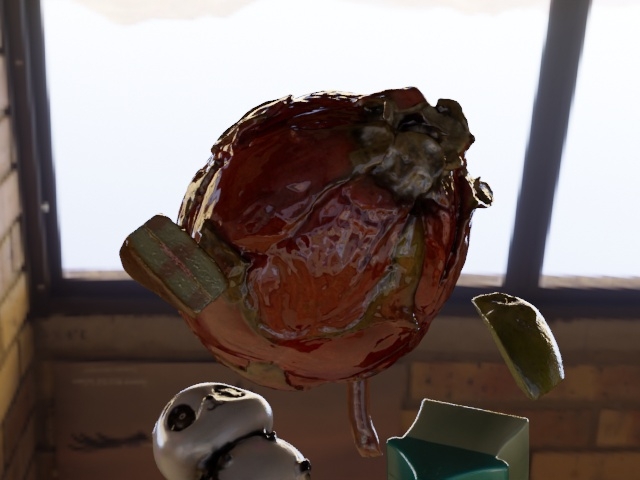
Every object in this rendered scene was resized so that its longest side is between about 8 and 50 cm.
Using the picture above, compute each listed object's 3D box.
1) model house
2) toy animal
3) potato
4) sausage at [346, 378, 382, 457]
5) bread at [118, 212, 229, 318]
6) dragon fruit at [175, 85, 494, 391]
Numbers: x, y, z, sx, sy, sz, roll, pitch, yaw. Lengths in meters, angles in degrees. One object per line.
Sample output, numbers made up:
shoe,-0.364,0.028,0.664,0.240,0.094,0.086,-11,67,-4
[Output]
model house,0.133,0.242,1.044,0.127,0.101,0.149,7,-158,26
toy animal,-0.141,0.317,1.536,0.187,0.165,0.235,-21,-120,-34
potato,0.282,0.134,1.425,0.081,0.149,0.120,-29,-177,0
sausage,0.063,0.240,1.582,0.047,0.177,0.040,-2,175,-13
bread,-0.117,0.009,0.758,0.043,0.062,0.109,-42,-141,-20
dragon fruit,0.000,0.000,0.968,0.277,0.278,0.342,-4,162,-22
